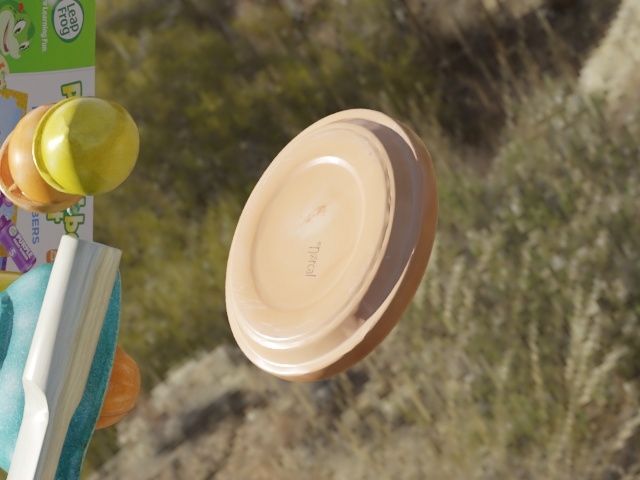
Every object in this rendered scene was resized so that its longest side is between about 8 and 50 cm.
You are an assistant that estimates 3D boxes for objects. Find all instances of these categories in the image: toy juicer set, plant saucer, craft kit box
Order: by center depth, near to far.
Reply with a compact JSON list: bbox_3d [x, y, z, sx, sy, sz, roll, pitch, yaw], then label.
[{"bbox_3d":[0.000,0.000,0.524,0.083,0.013,0.083,-26,53,40],"label":"plant saucer"},{"bbox_3d":[-0.125,0.037,0.933,0.329,0.089,0.209,-122,51,-64],"label":"toy juicer set"},{"bbox_3d":[-0.273,-0.087,1.337,0.061,0.250,0.247,8,11,35],"label":"craft kit box"}]
